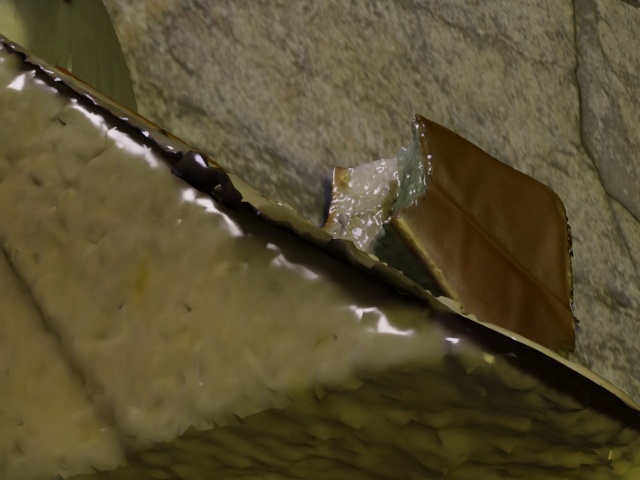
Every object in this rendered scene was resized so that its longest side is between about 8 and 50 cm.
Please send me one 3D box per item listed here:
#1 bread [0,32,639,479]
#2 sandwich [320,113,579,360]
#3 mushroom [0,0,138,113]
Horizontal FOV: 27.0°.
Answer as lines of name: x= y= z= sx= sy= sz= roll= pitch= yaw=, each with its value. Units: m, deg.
bread: x=0.000 y=0.000 z=0.571 sx=0.345 sy=0.242 sz=0.405 roll=23 pitch=40 yaw=-48
sandwich: x=0.081 y=0.044 z=0.926 sx=0.186 sy=0.108 sz=0.220 roll=24 pitch=55 yaw=-35
mushroom: x=-0.204 y=-0.174 z=0.777 sx=0.159 sy=0.122 sz=0.329 roll=48 pitch=24 yaw=-76
